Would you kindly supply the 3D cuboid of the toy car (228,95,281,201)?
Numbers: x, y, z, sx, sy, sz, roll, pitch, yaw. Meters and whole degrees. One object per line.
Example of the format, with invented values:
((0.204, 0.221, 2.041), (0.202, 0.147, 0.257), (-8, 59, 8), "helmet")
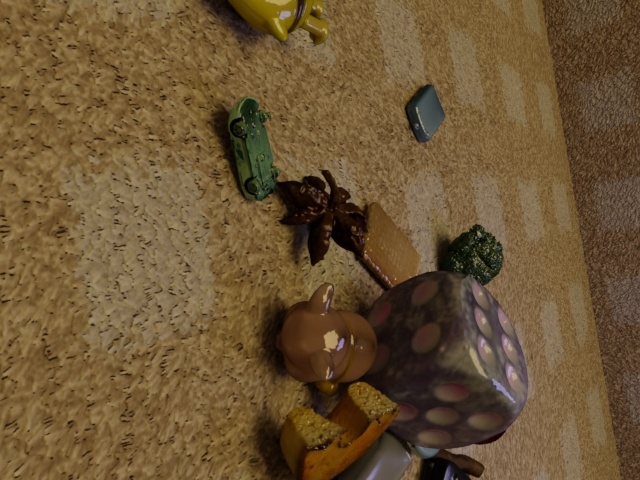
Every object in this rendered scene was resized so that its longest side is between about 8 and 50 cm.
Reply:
((-0.122, -0.161, 1.133), (0.093, 0.058, 0.186), (-45, 131, -51), "toy car")

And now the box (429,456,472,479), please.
((0.314, 0.703, 1.530), (0.289, 0.073, 0.290), (51, 48, -37), "box")

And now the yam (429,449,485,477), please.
((0.339, 0.558, 1.638), (0.327, 0.045, 0.045), (36, 19, -45), "yam")

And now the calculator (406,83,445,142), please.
((0.299, -0.361, 1.816), (0.121, 0.039, 0.210), (62, 38, -22), "calculator")

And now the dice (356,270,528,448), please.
((0.247, 0.246, 1.329), (0.270, 0.271, 0.270), (43, 35, -28), "dice")

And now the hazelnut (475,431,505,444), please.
((0.362, 0.364, 1.498), (0.201, 0.170, 0.160), (-46, 124, -58), "hazelnut")

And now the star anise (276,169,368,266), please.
((0.017, -0.050, 1.252), (0.212, 0.111, 0.196), (8, 68, -51), "star anise")

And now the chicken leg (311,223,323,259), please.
((0.000, -0.001, 1.304), (0.036, 0.021, 0.083), (-9, 86, -63), "chicken leg")

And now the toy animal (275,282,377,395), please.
((0.016, 0.193, 1.180), (0.248, 0.149, 0.165), (33, 40, -61), "toy animal")

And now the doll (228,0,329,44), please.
((-0.108, -0.459, 1.155), (0.363, 0.145, 0.199), (10, 59, -51), "doll")

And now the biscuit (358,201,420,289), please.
((0.166, 0.039, 1.526), (0.249, 0.030, 0.160), (45, 48, -41), "biscuit")

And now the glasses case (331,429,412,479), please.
((0.068, 0.481, 1.229), (0.308, 0.083, 0.128), (-33, 104, -54), "glasses case")

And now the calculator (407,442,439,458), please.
((0.259, 0.390, 1.542), (0.188, 0.042, 0.303), (61, 34, -11), "calculator")

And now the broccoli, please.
((0.421, 0.050, 1.798), (0.195, 0.195, 0.156), (27, 25, -50), "broccoli")

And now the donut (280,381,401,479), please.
((0.016, 0.353, 1.133), (0.259, 0.101, 0.152), (-7, 130, -52), "donut")
